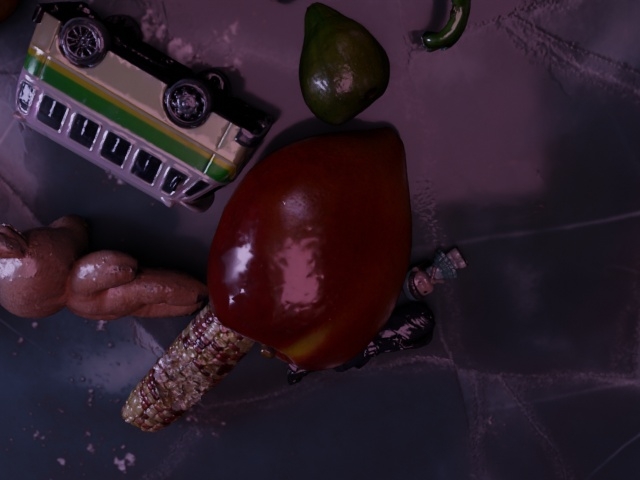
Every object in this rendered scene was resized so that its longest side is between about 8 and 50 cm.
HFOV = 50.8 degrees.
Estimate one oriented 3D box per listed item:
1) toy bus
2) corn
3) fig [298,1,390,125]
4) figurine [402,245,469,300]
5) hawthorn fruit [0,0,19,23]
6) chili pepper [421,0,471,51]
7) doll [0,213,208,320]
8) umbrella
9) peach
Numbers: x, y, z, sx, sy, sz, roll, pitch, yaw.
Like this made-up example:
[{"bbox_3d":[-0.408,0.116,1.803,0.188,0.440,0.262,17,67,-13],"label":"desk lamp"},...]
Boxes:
[{"bbox_3d":[-0.232,-0.166,0.889,0.305,0.143,0.179,29,109,-7],"label":"toy bus"},{"bbox_3d":[-0.200,0.193,1.026,0.098,0.098,0.290,42,105,-10],"label":"corn"},{"bbox_3d":[0.017,-0.236,0.871,0.123,0.123,0.156,-32,91,12],"label":"fig"},{"bbox_3d":[0.161,0.045,0.987,0.106,0.047,0.060,-31,120,8],"label":"figurine"},{"bbox_3d":[-0.470,-0.327,0.819,0.179,0.200,0.179,-1,109,-3],"label":"hawthorn fruit"},{"bbox_3d":[0.161,-0.364,0.797,0.165,0.173,0.261,-20,108,-30],"label":"chili pepper"},{"bbox_3d":[-0.315,0.038,0.975,0.303,0.156,0.201,6,149,-20],"label":"doll"},{"bbox_3d":[0.057,0.163,1.019,0.248,0.071,0.071,-22,105,8],"label":"umbrella"},{"bbox_3d":[0.000,0.000,0.866,0.257,0.201,0.362,32,91,6],"label":"peach"}]
